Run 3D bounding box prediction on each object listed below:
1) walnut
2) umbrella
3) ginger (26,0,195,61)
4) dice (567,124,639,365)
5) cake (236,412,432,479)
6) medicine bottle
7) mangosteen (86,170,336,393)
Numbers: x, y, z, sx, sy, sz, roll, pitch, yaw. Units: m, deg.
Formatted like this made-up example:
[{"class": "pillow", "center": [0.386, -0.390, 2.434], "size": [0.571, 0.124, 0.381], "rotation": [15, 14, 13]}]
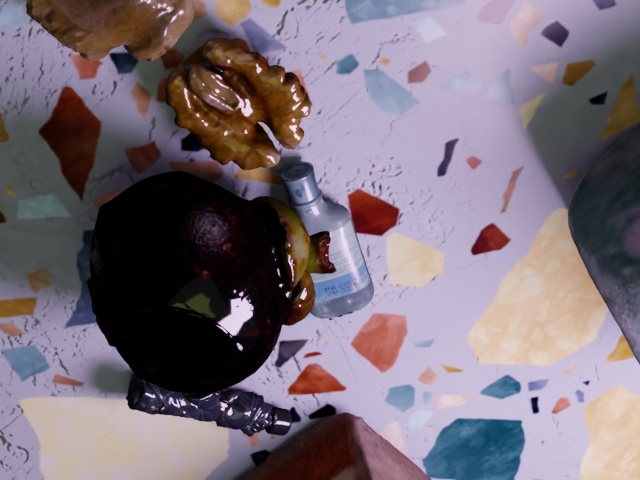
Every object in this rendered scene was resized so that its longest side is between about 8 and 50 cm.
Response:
[{"class": "walnut", "center": [-0.092, -0.161, 1.861], "size": [0.143, 0.069, 0.170], "rotation": [-36, 121, 17]}, {"class": "umbrella", "center": [-0.138, 0.208, 2.112], "size": [0.224, 0.080, 0.071], "rotation": [17, 85, -24]}, {"class": "ginger", "center": [-0.188, -0.298, 1.716], "size": [0.270, 0.123, 0.219], "rotation": [-18, 123, 3]}, {"class": "dice", "center": [0.510, 0.029, 1.938], "size": [0.328, 0.348, 0.330], "rotation": [-30, 118, 11]}, {"class": "cake", "center": [0.014, 0.418, 2.174], "size": [0.309, 0.237, 0.230], "rotation": [-34, 123, 15]}, {"class": "medicine bottle", "center": [0.000, 0.000, 1.996], "size": [0.090, 0.054, 0.208], "rotation": [-16, 122, 5]}, {"class": "mangosteen", "center": [-0.126, 0.045, 1.880], "size": [0.287, 0.233, 0.288], "rotation": [3, 134, 3]}]
